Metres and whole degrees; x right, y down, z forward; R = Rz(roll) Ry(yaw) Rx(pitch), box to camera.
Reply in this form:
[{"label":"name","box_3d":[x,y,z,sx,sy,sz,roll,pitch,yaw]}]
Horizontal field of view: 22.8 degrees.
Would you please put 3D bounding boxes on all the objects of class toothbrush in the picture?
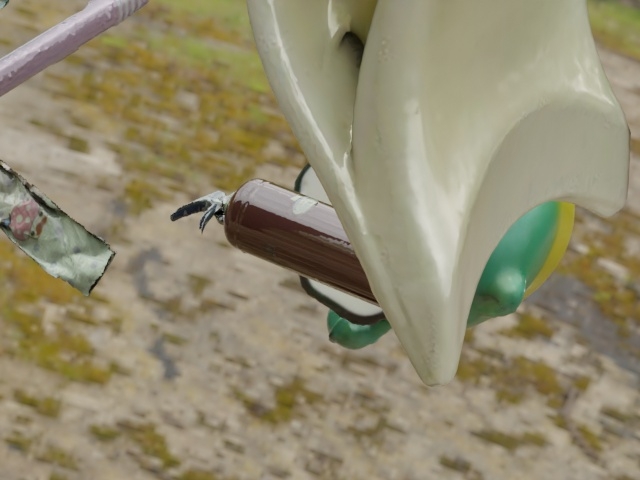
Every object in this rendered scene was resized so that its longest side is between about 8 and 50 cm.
[{"label":"toothbrush","box_3d":[-0.130,-0.137,0.982,0.029,0.024,0.354,35,51,21]}]

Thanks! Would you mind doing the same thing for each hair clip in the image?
[{"label":"hair clip","box_3d":[0.049,-0.117,0.539,0.113,0.282,0.172,21,34,24]}]

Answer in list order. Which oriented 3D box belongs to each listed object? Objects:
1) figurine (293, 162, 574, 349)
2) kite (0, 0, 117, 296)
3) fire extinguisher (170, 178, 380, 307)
[{"label":"figurine","box_3d":[0.131,-0.018,1.537,0.231,0.323,0.340,46,21,19]},{"label":"kite","box_3d":[-0.199,-0.062,0.734,0.314,0.335,0.011,41,9,30]},{"label":"fire extinguisher","box_3d":[0.000,0.000,0.861,0.158,0.043,0.064,22,38,26]}]
